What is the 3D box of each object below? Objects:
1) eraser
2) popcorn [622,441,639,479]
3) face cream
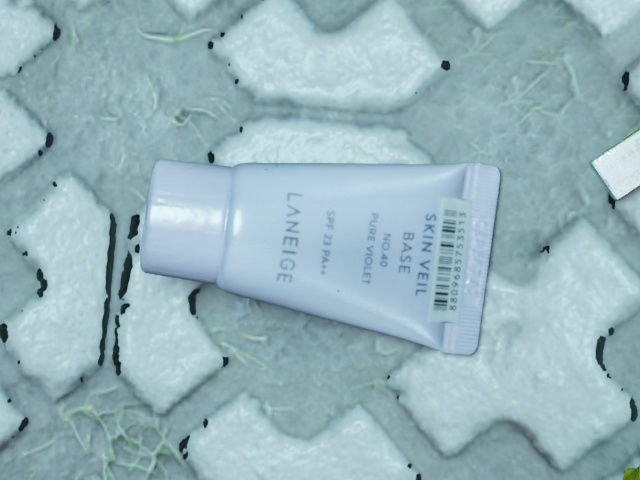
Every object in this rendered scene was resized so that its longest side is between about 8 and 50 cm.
[{"bbox_3d":[0.255,-0.069,0.848,0.083,0.019,0.038,-33,84,6],"label":"eraser"},{"bbox_3d":[0.272,0.236,0.749,0.225,0.249,0.249,18,92,21],"label":"popcorn"},{"bbox_3d":[0.000,0.000,0.856,0.273,0.096,0.154,7,88,-6],"label":"face cream"}]
